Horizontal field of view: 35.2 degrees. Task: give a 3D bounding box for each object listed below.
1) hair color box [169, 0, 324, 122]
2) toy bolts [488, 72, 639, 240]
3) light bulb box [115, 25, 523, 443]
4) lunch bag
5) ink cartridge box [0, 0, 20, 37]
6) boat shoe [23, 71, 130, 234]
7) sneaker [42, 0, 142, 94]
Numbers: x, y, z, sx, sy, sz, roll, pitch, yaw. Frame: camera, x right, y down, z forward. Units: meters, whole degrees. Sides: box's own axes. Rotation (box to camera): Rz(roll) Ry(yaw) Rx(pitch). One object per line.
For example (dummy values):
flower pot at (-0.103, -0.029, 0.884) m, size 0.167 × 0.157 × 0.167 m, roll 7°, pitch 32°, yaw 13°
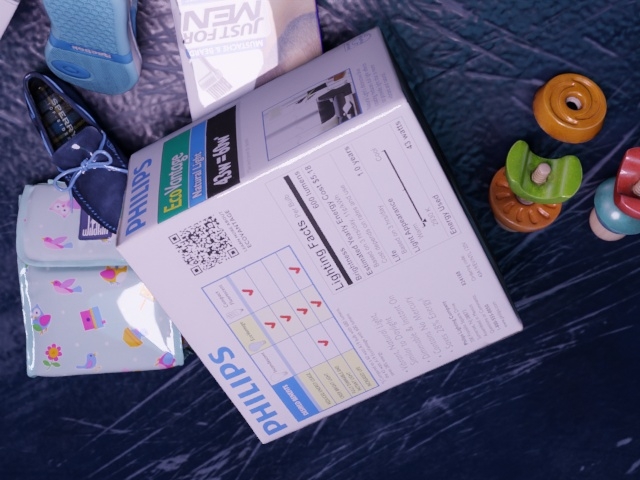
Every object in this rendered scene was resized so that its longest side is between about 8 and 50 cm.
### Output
hair color box at (-0.086, -0.231, 1.326) m, size 0.185 × 0.110 × 0.339 m, roll -9°, pitch 110°, yaw 0°
toy bolts at (0.359, -0.090, 1.402) m, size 0.228 × 0.158 × 0.218 m, roll 20°, pitch 66°, yaw 2°
light bulb box at (0.000, 0.000, 1.241) m, size 0.361 × 0.225 × 0.358 m, roll -25°, pitch 121°, yaw 10°
lunch bag at (-0.292, 0.044, 1.383) m, size 0.223 × 0.160 × 0.263 m, roll -3°, pitch 95°, yaw 2°
ink cartridge box at (-0.383, -0.378, 1.149) m, size 0.129 × 0.223 × 0.307 m, roll 20°, pitch 128°, yaw -31°
boat shoe at (-0.317, -0.109, 1.308) m, size 0.109 × 0.089 × 0.258 m, roll -43°, pitch 75°, yaw 0°
sneaker at (-0.258, -0.321, 1.245) m, size 0.127 × 0.319 × 0.208 m, roll 15°, pitch 71°, yaw -9°
